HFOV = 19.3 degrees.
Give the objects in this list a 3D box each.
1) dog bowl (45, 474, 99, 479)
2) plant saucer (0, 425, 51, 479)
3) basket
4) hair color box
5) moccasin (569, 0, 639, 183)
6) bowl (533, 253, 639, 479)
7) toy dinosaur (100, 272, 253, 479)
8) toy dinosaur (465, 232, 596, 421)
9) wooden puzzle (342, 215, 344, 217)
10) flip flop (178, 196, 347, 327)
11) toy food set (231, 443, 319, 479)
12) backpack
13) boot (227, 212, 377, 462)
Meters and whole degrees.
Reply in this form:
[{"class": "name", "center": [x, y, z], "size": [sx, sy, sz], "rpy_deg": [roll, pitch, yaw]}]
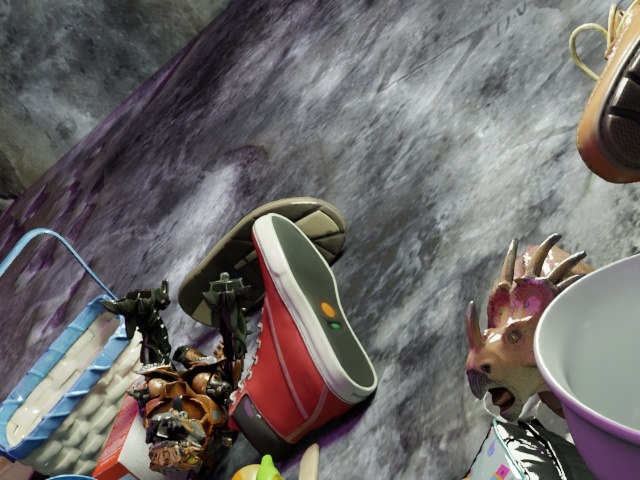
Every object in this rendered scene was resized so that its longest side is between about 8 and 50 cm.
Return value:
[{"class": "dog bowl", "center": [-0.312, 0.393, 2.029], "size": [0.297, 0.166, 0.074], "rpy_deg": [-55, 8, -21]}, {"class": "plant saucer", "center": [-0.456, 0.369, 2.538], "size": [0.310, 0.050, 0.310], "rpy_deg": [-41, 18, 16]}, {"class": "basket", "center": [-0.328, 0.164, 2.303], "size": [0.255, 0.289, 0.201], "rpy_deg": [-46, 24, -7]}, {"class": "hair color box", "center": [-0.194, 0.236, 2.179], "size": [0.053, 0.093, 0.167], "rpy_deg": [-34, 22, 34]}, {"class": "moccasin", "center": [0.336, -0.188, 1.818], "size": [0.147, 0.139, 0.380], "rpy_deg": [-26, 28, 49]}, {"class": "bowl", "center": [0.291, 0.117, 1.227], "size": [0.298, 0.134, 0.298], "rpy_deg": [-6, 25, 3]}, {"class": "toy dinosaur", "center": [-0.149, 0.158, 2.122], "size": [0.164, 0.218, 0.322], "rpy_deg": [-10, 10, -9]}, {"class": "toy dinosaur", "center": [0.191, 0.061, 1.536], "size": [0.127, 0.200, 0.295], "rpy_deg": [-43, 19, 12]}, {"class": "wooden puzzle", "center": [0.000, 0.000, 2.368], "size": [0.083, 0.006, 0.049], "rpy_deg": [-49, 19, -7]}, {"class": "flip flop", "center": [-0.074, 0.019, 2.354], "size": [0.277, 0.112, 0.080], "rpy_deg": [-38, 15, 40]}, {"class": "toy food set", "center": [-0.084, 0.284, 1.928], "size": [0.192, 0.038, 0.132], "rpy_deg": [-40, 20, 20]}, {"class": "backpack", "center": [0.177, 0.222, 1.304], "size": [0.144, 0.166, 0.188], "rpy_deg": [-62, 16, 4]}, {"class": "boot", "center": [-0.057, 0.106, 2.014], "size": [0.176, 0.088, 0.244], "rpy_deg": [-39, 57, 27]}]
